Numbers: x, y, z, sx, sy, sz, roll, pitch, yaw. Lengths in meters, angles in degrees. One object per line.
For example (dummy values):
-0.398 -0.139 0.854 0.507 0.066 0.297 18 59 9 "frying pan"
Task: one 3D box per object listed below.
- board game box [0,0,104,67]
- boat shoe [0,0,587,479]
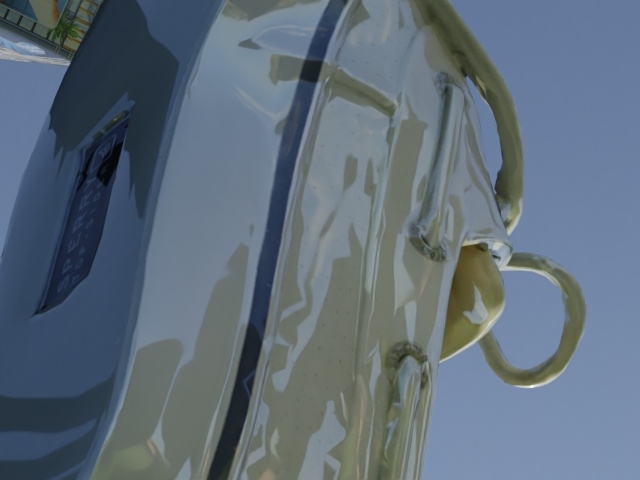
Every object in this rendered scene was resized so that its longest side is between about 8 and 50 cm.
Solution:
-0.216 -0.151 0.749 0.194 0.194 0.060 28 -98 -35 "board game box"
0.006 -0.003 0.482 0.156 0.367 0.136 36 -51 -24 "boat shoe"
